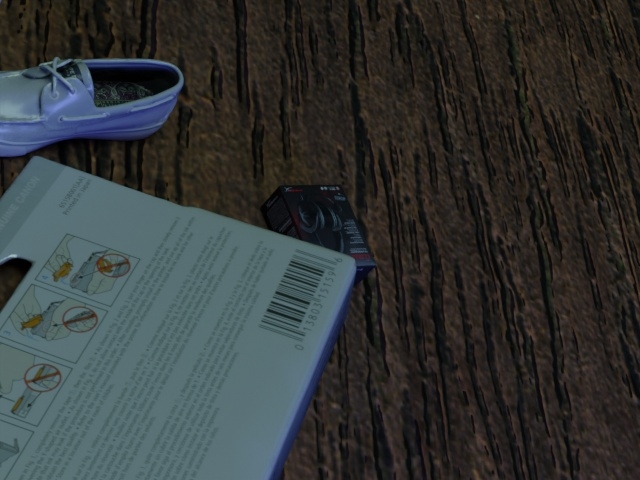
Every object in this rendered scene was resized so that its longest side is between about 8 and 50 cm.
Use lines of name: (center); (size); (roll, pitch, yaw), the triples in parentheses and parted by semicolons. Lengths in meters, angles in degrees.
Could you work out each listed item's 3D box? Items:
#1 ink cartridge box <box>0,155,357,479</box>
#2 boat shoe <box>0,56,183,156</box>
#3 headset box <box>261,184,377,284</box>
ink cartridge box: (-0.129, 0.081, 0.805); (0.239, 0.060, 0.275); (17, 44, 7)
boat shoe: (-0.176, -0.100, 0.903); (0.184, 0.063, 0.066); (-1, 59, -38)
headset box: (0.000, 0.000, 0.983); (0.062, 0.032, 0.083); (-2, 58, -39)
